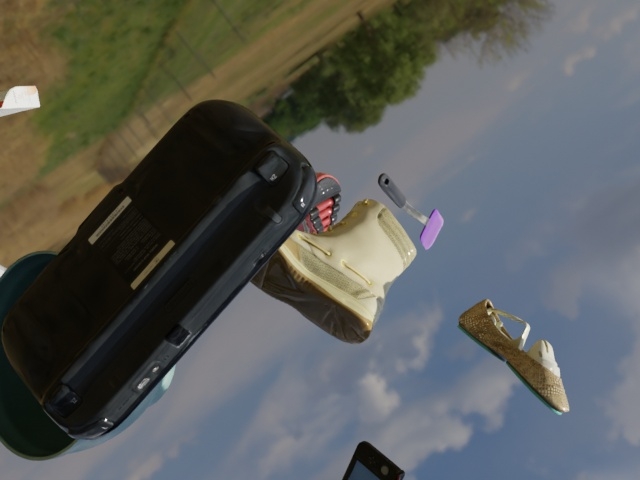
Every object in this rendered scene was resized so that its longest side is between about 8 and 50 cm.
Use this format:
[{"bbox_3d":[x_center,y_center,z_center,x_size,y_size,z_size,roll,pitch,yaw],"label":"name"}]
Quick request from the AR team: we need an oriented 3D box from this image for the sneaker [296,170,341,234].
[{"bbox_3d":[-0.032,-0.025,2.019,0.116,0.136,0.314,-29,135,-37],"label":"sneaker"}]

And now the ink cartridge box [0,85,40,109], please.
[{"bbox_3d":[-0.603,-0.237,1.668,0.145,0.045,0.179,-11,-177,18],"label":"ink cartridge box"}]

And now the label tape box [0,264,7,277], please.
[{"bbox_3d":[-0.625,0.156,1.628,0.106,0.334,0.240,-29,146,10],"label":"label tape box"}]

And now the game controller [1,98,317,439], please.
[{"bbox_3d":[-0.149,0.019,0.847,0.319,0.067,0.166,-48,-128,-1],"label":"game controller"}]

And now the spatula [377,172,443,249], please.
[{"bbox_3d":[0.194,-0.067,2.048,0.030,0.296,0.084,19,-103,41],"label":"spatula"}]

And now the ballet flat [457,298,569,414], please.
[{"bbox_3d":[0.271,0.148,1.294,0.067,0.206,0.073,-51,144,5],"label":"ballet flat"}]

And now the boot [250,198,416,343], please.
[{"bbox_3d":[0.000,0.000,1.350,0.203,0.262,0.095,-53,178,-42],"label":"boot"}]

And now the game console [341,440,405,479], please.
[{"bbox_3d":[0.058,0.386,1.373,0.085,0.124,0.144,-7,126,-51],"label":"game console"}]

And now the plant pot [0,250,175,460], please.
[{"bbox_3d":[-0.339,0.168,1.411,0.293,0.293,0.196,-34,156,29],"label":"plant pot"}]
